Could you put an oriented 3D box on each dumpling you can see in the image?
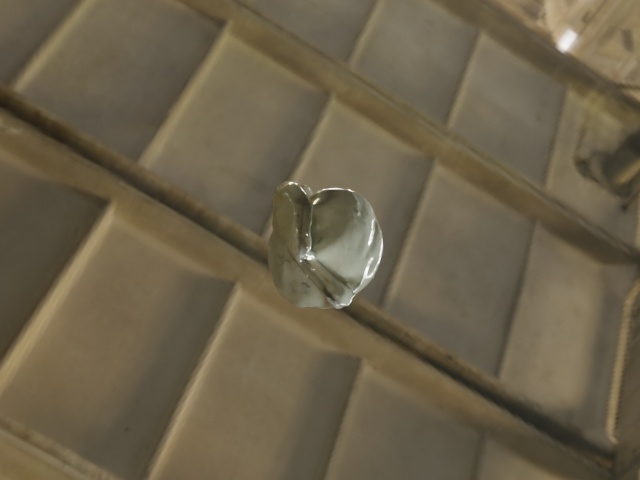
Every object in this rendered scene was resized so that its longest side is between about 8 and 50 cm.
[{"bbox_3d":[0.000,0.000,1.069,0.136,0.118,0.199,62,-173,-18],"label":"dumpling"}]
